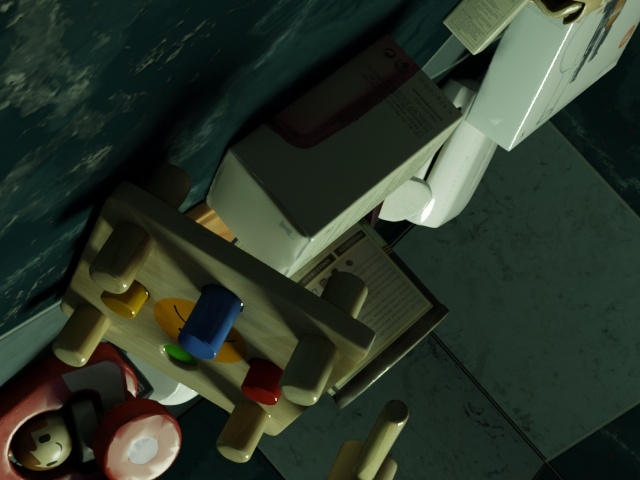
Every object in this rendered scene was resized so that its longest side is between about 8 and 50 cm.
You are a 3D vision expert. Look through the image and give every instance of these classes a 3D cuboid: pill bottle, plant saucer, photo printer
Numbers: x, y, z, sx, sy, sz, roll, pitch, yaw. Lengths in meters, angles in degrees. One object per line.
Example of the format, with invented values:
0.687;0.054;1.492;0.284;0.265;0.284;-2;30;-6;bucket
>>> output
-0.210;0.175;1.699;0.124;0.124;0.221;-43;175;12;pill bottle
-0.164;0.023;1.306;0.200;0.037;0.200;-42;174;-5;plant saucer
0.223;-0.152;1.930;0.256;0.107;0.307;-65;168;13;photo printer

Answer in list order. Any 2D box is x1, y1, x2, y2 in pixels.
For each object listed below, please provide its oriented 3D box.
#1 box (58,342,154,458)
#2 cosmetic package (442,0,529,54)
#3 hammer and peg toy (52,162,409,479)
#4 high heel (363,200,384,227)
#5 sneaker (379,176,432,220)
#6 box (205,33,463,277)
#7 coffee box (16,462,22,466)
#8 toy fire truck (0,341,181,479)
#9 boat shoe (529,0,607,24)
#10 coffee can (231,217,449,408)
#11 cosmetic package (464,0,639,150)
-0.327;0.238;1.554;0.158;0.093;0.156;-37;173;-33;box
0.208;-0.285;1.374;0.115;0.060;0.041;-44;175;33;cosmetic package
-0.056;0.097;1.041;0.127;0.361;0.266;-62;-174;-33;hammer and peg toy
0.000;-0.051;1.716;0.127;0.181;0.377;-64;171;-49;high heel
0.086;-0.079;1.801;0.212;0.080;0.094;-5;-156;33;sneaker
0.012;-0.086;1.215;0.232;0.127;0.148;-39;174;-25;box
-0.498;0.469;1.907;0.098;0.141;0.246;-37;172;-44;coffee box
-0.305;0.279;1.349;0.253;0.169;0.302;-18;121;-26;toy fire truck
0.269;-0.303;1.266;0.110;0.121;0.341;-61;160;13;boat shoe
0.012;0.062;1.574;0.201;0.275;0.201;-41;175;-5;coffee can
0.396;-0.335;1.746;0.377;0.097;0.284;-37;159;-41;cosmetic package
